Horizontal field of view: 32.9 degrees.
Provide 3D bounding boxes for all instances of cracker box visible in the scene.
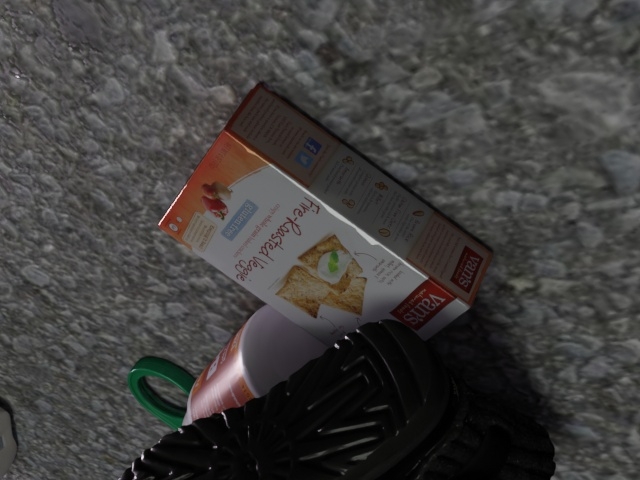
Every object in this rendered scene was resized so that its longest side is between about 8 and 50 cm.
[{"bbox_3d":[0.000,0.000,0.882,0.232,0.067,0.156,35,141,-7],"label":"cracker box"}]

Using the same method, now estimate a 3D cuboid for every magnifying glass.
[{"bbox_3d":[-0.136,0.218,1.242,0.092,0.026,0.231,-11,124,40],"label":"magnifying glass"}]

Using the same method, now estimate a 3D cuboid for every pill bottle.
[{"bbox_3d":[-0.056,0.151,1.038,0.121,0.121,0.216,35,141,-6],"label":"pill bottle"}]

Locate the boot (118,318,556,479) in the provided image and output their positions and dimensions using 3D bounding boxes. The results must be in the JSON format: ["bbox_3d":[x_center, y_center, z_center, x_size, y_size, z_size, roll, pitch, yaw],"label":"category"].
[{"bbox_3d":[0.015,0.225,0.919,0.348,0.131,0.260,-31,141,14],"label":"boot"}]

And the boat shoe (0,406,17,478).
[{"bbox_3d":[-0.462,0.274,1.481,0.063,0.066,0.184,35,146,17],"label":"boat shoe"}]
